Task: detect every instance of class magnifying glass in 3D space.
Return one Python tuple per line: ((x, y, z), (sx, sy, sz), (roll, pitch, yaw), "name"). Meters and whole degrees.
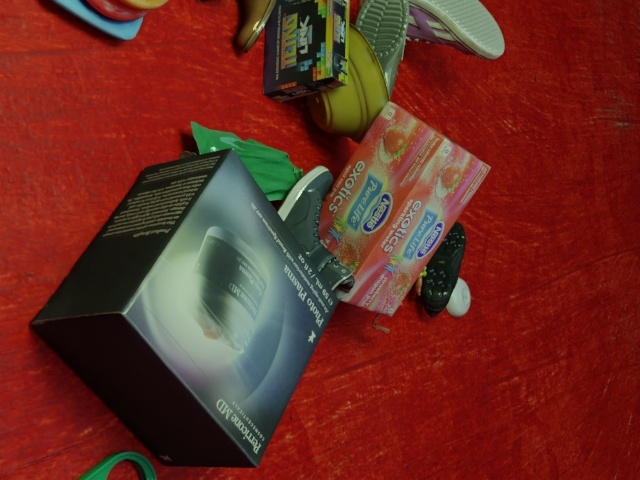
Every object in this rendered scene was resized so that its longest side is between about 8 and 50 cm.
((-0.290, 0.310, 1.203), (0.231, 0.026, 0.092), (8, 77, -54), "magnifying glass")

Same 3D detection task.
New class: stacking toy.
((-0.191, -0.381, 1.237), (0.165, 0.301, 0.175), (23, 64, -49), "stacking toy")

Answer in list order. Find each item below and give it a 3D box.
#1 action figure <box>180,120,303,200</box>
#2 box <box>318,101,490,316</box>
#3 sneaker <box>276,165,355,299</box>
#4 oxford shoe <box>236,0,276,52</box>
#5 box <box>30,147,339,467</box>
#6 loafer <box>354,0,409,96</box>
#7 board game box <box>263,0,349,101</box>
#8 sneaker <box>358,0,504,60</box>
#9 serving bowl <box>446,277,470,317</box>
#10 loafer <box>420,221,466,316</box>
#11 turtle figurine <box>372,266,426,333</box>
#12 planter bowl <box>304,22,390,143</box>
((-0.107, -0.102, 1.492), (0.232, 0.063, 0.137), (-1, 82, -49), "action figure")
((0.111, -0.045, 1.583), (0.154, 0.142, 0.300), (23, 104, -50), "box")
((0.000, 0.001, 1.507), (0.226, 0.163, 0.086), (-55, 165, -26), "sneaker")
((-0.105, -0.392, 1.567), (0.076, 0.076, 0.212), (21, 65, -16), "oxford shoe")
((-0.158, 0.094, 1.290), (0.296, 0.182, 0.294), (55, 45, -31), "box")
((0.100, -0.330, 1.774), (0.087, 0.094, 0.251), (-40, 144, -82), "loafer")
((-0.023, -0.321, 1.583), (0.048, 0.141, 0.170), (18, 69, -52), "board game box")
((0.203, -0.408, 1.867), (0.282, 0.161, 0.102), (31, 54, -16), "sneaker")
((0.281, 0.113, 1.995), (0.083, 0.027, 0.083), (14, 72, -52), "serving bowl")
((0.234, 0.051, 1.920), (0.078, 0.076, 0.223), (97, 10, -47), "loafer")
((0.151, 0.032, 1.744), (0.269, 0.087, 0.217), (-33, 150, -62), "turtle figurine")
((0.029, -0.244, 1.642), (0.090, 0.217, 0.217), (-21, 102, -16), "planter bowl")
